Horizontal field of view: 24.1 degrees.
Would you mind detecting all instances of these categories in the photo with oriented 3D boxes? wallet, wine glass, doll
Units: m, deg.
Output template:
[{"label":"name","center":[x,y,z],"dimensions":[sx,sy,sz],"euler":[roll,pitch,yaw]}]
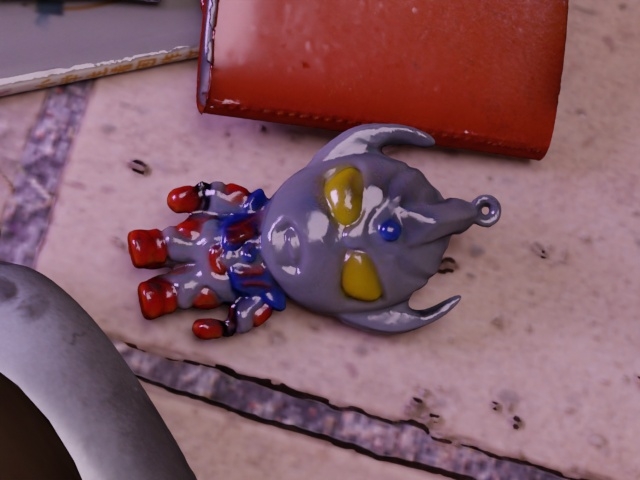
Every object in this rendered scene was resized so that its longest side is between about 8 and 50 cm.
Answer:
[{"label":"wallet","center":[0.035,-0.125,0.819],"dimensions":[0.204,0.045,0.142],"euler":[6,83,-18]},{"label":"wine glass","center":[-0.139,0.079,0.674],"dimensions":[0.111,0.111,0.204],"euler":[-36,77,-24]},{"label":"doll","center":[0.000,-0.001,0.770],"dimensions":[0.194,0.062,0.104],"euler":[-10,71,-11]}]

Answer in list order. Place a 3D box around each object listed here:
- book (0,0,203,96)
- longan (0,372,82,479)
[{"label":"book","center":[-0.116,-0.191,0.839],"dimensions":[0.295,0.020,0.208],"euler":[-14,74,-19]},{"label":"longan","center":[-0.237,0.176,0.462],"dimensions":[0.391,0.391,0.391],"euler":[5,68,-12]}]
